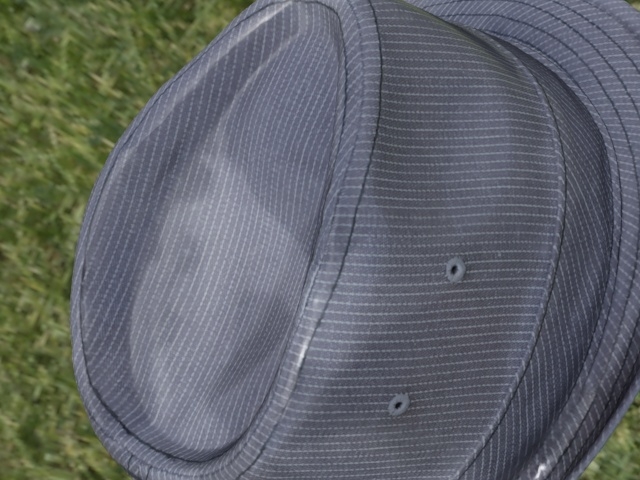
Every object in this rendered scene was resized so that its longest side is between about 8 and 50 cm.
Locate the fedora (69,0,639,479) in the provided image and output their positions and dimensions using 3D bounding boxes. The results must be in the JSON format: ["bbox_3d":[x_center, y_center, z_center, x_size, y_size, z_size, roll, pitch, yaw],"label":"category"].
[{"bbox_3d":[0.000,0.000,0.512,0.244,0.124,0.275,32,96,42],"label":"fedora"}]
